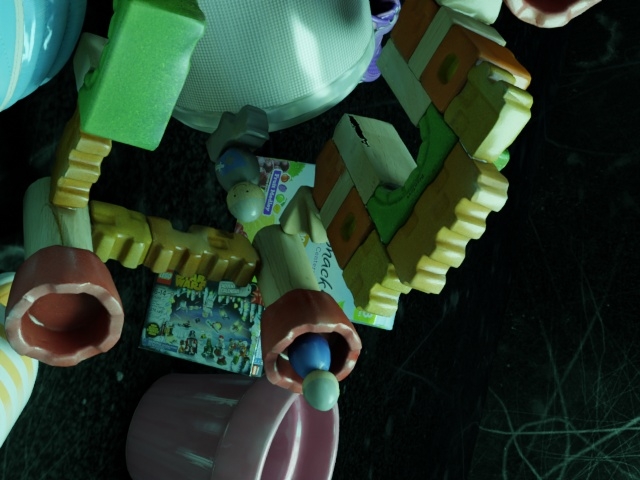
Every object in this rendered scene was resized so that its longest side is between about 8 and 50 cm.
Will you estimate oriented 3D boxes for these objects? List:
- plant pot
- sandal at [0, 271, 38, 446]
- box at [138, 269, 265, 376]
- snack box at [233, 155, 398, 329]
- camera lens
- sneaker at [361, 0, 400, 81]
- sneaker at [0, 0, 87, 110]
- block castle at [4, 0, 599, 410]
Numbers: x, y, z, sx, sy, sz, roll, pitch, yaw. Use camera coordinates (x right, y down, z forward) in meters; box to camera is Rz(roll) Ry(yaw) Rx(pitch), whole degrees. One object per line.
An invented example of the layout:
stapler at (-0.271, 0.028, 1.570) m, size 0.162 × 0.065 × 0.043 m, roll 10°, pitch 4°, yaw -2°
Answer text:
plant pot at (-0.100, 0.225, 0.958) m, size 0.201 × 0.180 × 0.202 m, roll -38°, pitch 133°, yaw -56°
sandal at (-0.274, 0.135, 0.659) m, size 0.265 × 0.076 × 0.102 m, roll -56°, pitch 147°, yaw -42°
box at (-0.116, 0.080, 0.917) m, size 0.027 × 0.137 × 0.094 m, roll 25°, pitch 76°, yaw -66°
snack box at (0.000, 0.000, 1.059) m, size 0.070 × 0.207 × 0.175 m, roll 26°, pitch 75°, yaw -66°
camera lens at (-0.074, -0.248, 0.777) m, size 0.274 × 0.219 × 0.219 m, roll 76°, pitch 33°, yaw -43°
sneaker at (0.061, -0.298, 1.205) m, size 0.236 × 0.104 × 0.095 m, roll 63°, pitch 42°, yaw -56°
sneaker at (-0.244, -0.210, 0.537) m, size 0.208 × 0.127 × 0.319 m, roll -49°, pitch 151°, yaw -46°
block castle at (-0.024, -0.084, 0.640) m, size 0.302 × 0.213 × 0.453 m, roll 13°, pitch 124°, yaw -29°
